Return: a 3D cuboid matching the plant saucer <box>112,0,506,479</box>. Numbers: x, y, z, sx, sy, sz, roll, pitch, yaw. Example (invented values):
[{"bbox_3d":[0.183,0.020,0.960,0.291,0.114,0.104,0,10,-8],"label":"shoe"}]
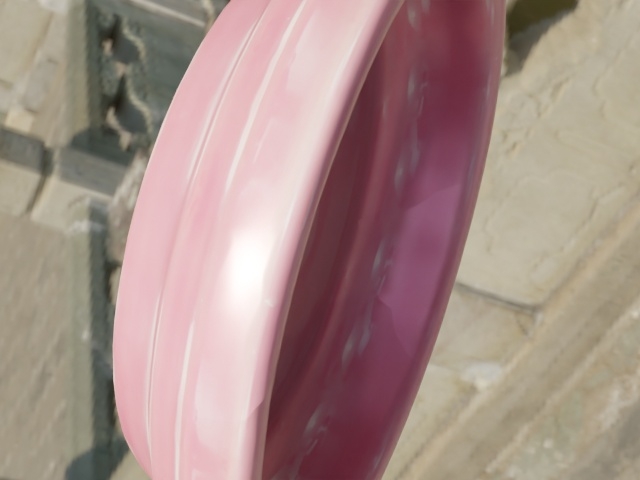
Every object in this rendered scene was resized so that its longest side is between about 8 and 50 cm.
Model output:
[{"bbox_3d":[0.000,0.000,0.570,0.332,0.084,0.332,16,-90,-74],"label":"plant saucer"}]
